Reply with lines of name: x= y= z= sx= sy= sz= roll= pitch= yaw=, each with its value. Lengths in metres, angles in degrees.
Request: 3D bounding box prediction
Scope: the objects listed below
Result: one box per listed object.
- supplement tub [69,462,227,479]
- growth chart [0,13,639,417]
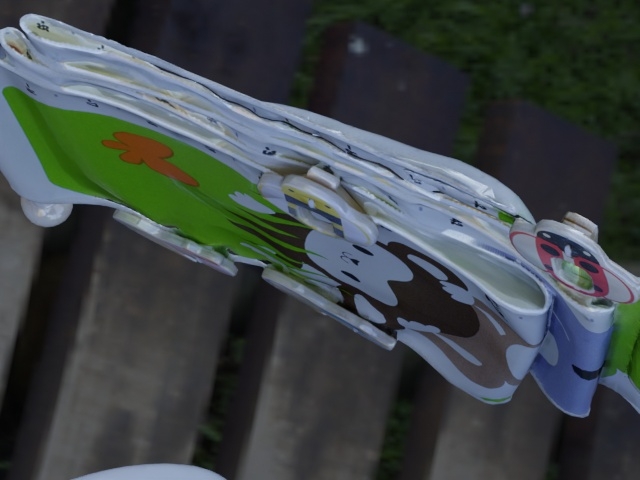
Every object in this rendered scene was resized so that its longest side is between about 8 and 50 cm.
supplement tub: x=-0.111 y=0.344 z=1.336 sx=0.241 sy=0.241 sz=0.331 roll=5 pitch=51 yaw=-43
growth chart: x=0.000 y=0.000 z=0.508 sx=0.021 sy=0.237 sz=0.172 roll=-63 pitch=158 yaw=-15
